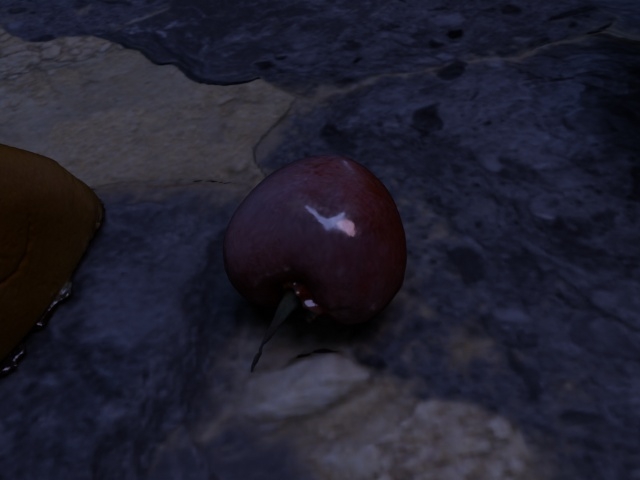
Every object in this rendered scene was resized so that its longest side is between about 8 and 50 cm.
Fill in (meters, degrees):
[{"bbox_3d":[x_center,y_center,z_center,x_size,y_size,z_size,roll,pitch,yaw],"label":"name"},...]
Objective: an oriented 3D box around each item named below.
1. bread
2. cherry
[{"bbox_3d":[-0.230,0.016,0.491,0.140,0.169,0.160,11,88,18],"label":"bread"},{"bbox_3d":[-0.005,-0.003,0.458,0.106,0.087,0.126,-5,47,-4],"label":"cherry"}]
